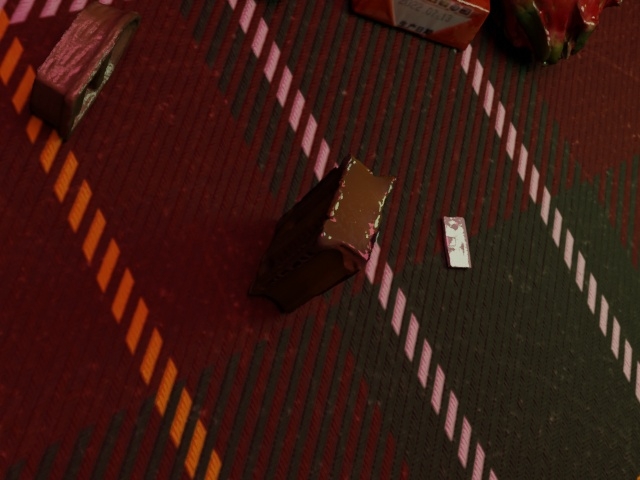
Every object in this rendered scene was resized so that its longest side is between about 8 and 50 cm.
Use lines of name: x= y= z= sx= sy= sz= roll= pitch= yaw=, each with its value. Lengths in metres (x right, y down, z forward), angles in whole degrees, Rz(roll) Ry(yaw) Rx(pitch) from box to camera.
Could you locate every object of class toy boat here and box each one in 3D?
toy boat: x=-0.294 y=-0.230 z=1.063 sx=0.061 sy=0.116 sz=0.188 roll=29 pitch=61 yaw=-9

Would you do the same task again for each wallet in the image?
wallet: x=0.211 y=0.003 z=1.313 sx=0.044 sy=0.011 sz=0.083 roll=4 pitch=71 yaw=-27

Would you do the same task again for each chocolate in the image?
chocolate: x=0.171 y=-0.468 z=1.410 sx=0.234 sy=0.108 sz=0.238 roll=13 pitch=65 yaw=-26

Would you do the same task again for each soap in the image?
soap: x=-0.001 y=-0.001 z=1.067 sx=0.076 sy=0.233 sz=0.135 roll=28 pitch=60 yaw=-13

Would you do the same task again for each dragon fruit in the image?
dragon fruit: x=0.400 y=-0.460 z=1.465 sx=0.231 sy=0.237 sz=0.303 roll=-15 pitch=99 yaw=-14
